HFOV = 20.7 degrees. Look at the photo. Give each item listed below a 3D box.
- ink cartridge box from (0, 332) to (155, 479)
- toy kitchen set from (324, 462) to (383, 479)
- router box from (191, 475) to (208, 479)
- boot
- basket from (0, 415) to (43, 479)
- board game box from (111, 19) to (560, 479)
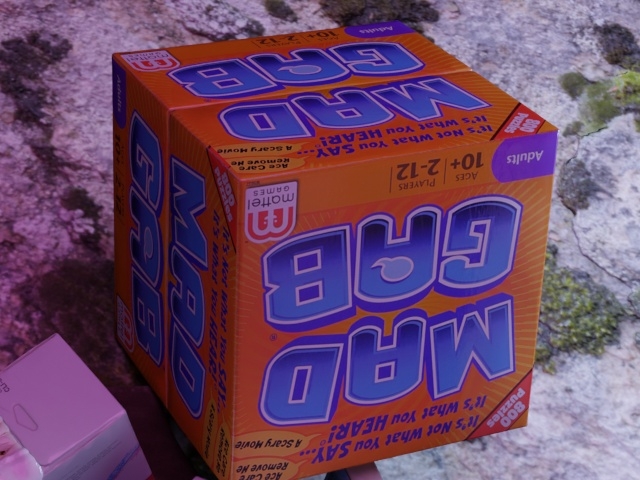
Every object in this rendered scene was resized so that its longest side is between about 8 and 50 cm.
[{"bbox_3d":[-0.262,0.209,1.765,0.127,0.176,0.128,-37,60,-16],"label":"ink cartridge box"},{"bbox_3d":[0.004,0.352,1.844,0.166,0.122,0.207,-11,56,-25],"label":"toy kitchen set"},{"bbox_3d":[-0.030,0.344,1.629,0.301,0.082,0.335,19,10,8],"label":"router box"},{"bbox_3d":[-0.161,0.244,1.900,0.248,0.090,0.207,-2,55,-14],"label":"boot"},{"bbox_3d":[-0.468,0.234,1.620,0.328,0.331,0.266,-27,73,-24],"label":"basket"},{"bbox_3d":[0.000,0.000,1.897,0.356,0.356,0.356,-10,29,-24],"label":"board game box"}]
